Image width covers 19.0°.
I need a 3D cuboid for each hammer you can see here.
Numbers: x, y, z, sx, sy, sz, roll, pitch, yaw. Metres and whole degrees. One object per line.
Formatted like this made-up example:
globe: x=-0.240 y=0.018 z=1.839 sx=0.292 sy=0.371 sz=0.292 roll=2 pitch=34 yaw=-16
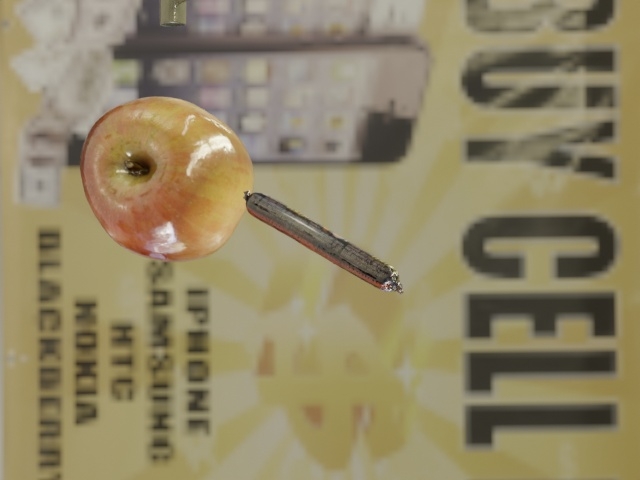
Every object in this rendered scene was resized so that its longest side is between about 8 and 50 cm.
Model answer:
hammer: x=-0.085 y=-0.174 z=1.324 sx=0.110 sy=0.019 sz=0.036 roll=-7 pitch=-98 yaw=63

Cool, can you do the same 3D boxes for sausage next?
sausage: x=0.000 y=0.000 z=1.656 sx=0.028 sy=0.198 sz=0.025 roll=17 pitch=101 yaw=-53

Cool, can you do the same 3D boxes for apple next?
apple: x=-0.157 y=-0.065 z=2.035 sx=0.199 sy=0.199 sz=0.199 roll=-1 pitch=90 yaw=-90
